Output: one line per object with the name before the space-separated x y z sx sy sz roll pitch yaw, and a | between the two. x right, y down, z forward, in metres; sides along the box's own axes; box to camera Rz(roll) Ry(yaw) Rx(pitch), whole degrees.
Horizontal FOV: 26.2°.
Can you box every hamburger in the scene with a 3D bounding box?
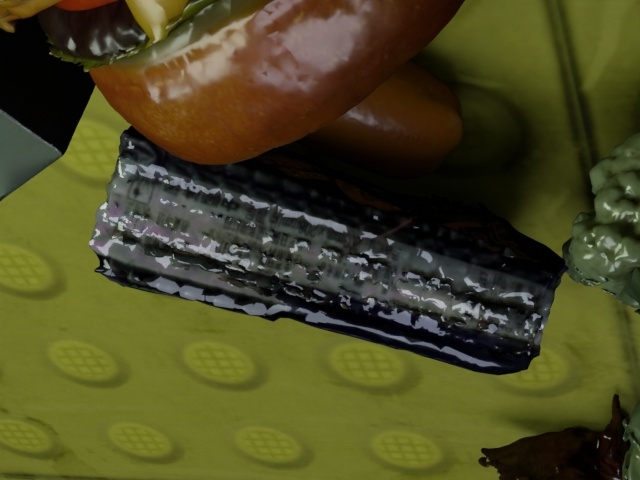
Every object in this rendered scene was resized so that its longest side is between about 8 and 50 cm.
hamburger | -0.054 -0.220 0.679 0.330 0.330 0.250 -20 130 38

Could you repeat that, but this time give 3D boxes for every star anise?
star anise | 0.286 0.232 1.293 0.237 0.148 0.346 20 153 -9

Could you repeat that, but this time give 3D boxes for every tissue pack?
tissue pack | 0.000 0.000 1.038 0.332 0.123 0.245 17 -173 -4

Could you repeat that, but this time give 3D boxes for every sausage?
sausage | -0.010 -0.117 0.991 0.238 0.098 0.098 23 143 -14

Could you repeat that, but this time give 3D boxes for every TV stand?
TV stand | -0.165 -0.163 0.836 0.088 0.269 0.083 35 139 -26

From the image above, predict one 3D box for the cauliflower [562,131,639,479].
cauliflower | 0.289 0.034 0.940 0.327 0.281 0.260 -20 99 53
